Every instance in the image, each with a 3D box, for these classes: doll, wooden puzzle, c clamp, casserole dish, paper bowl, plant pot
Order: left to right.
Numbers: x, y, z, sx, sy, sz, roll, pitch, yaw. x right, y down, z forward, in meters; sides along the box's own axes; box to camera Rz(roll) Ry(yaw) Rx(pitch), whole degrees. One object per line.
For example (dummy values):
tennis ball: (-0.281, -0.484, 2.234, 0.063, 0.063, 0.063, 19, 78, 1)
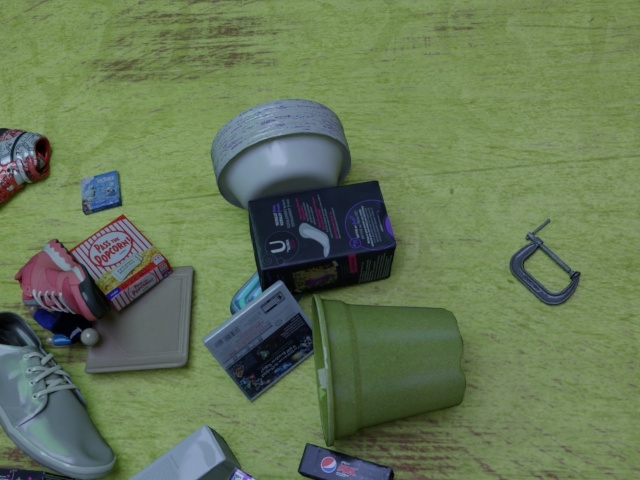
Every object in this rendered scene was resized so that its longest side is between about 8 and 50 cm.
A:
doll: (-0.529, 0.169, 1.692, 0.189, 0.046, 0.129, 24, 57, 36)
wooden puzzle: (-0.378, 0.167, 1.700, 0.221, 0.044, 0.239, -5, 59, 9)
casserole dish: (-0.110, 0.109, 1.678, 0.114, 0.037, 0.188, 38, 76, 23)
paper bowl: (-0.076, -0.147, 1.656, 0.284, 0.284, 0.148, -16, 63, 3)
plant pot: (0.123, 0.225, 1.475, 0.254, 0.276, 0.276, -4, 63, -5)
c clamp: (0.457, 0.046, 1.611, 0.137, 0.022, 0.161, -33, 63, -7)

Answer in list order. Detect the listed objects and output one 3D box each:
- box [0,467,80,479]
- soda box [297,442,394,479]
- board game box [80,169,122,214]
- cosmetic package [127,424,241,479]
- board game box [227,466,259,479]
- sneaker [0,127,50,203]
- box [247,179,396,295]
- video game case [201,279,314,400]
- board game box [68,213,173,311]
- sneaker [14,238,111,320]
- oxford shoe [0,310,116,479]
box: (-0.602, 0.506, 1.506, 0.247, 0.163, 0.142, 0, 68, 11)
soda box: (0.047, 0.427, 1.485, 0.169, 0.053, 0.060, 13, 67, 16)
board game box: (-0.509, -0.112, 1.867, 0.090, 0.020, 0.090, -15, 62, 3)
cosmetic package: (-0.273, 0.452, 1.498, 0.231, 0.117, 0.085, -35, 64, -5)
board game box: (-0.146, 0.563, 1.405, 0.142, 0.144, 0.275, 24, 72, 20)
sneaker: (-0.733, -0.144, 1.884, 0.145, 0.090, 0.270, 8, 64, 17)
box: (0.000, 0.000, 1.624, 0.270, 0.143, 0.165, -9, 61, -7)
video game case: (-0.108, 0.197, 1.572, 0.190, 0.173, 0.022, -38, 28, -9)
board game box: (-0.432, 0.045, 1.735, 0.147, 0.045, 0.193, -38, 53, -18)
sneaker: (-0.541, 0.109, 1.667, 0.136, 0.116, 0.314, -36, 35, -20)
oxford shoe: (-0.557, 0.296, 1.591, 0.449, 0.169, 0.130, 40, 106, 28)
